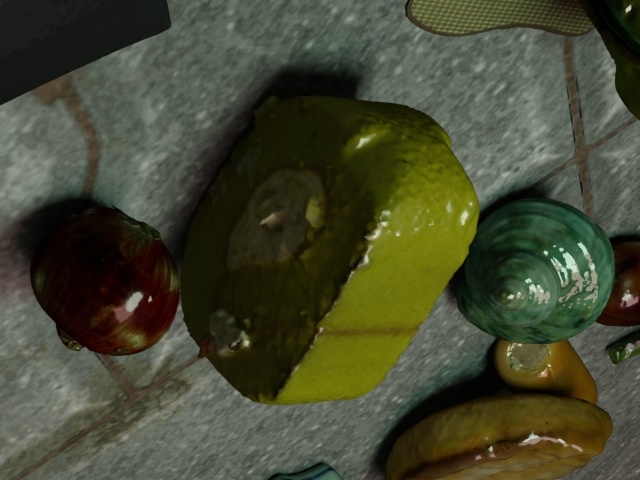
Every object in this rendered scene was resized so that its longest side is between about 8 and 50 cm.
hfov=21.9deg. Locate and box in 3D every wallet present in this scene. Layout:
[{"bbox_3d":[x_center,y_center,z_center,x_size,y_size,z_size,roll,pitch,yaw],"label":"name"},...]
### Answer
[{"bbox_3d":[-0.211,-0.137,1.033,0.250,0.044,0.149,-26,145,-17],"label":"wallet"}]

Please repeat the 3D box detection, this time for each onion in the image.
[{"bbox_3d":[-0.163,0.034,1.239,0.118,0.117,0.118,-63,-177,6],"label":"onion"}]

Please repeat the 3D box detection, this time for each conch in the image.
[{"bbox_3d":[0.208,0.038,1.642,0.176,0.122,0.188,-20,152,21],"label":"conch"}]

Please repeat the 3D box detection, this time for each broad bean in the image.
[{"bbox_3d":[0.348,0.053,1.848,0.114,0.084,0.165,-26,159,14],"label":"broad bean"}]

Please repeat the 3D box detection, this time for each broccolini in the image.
[{"bbox_3d":[0.446,0.102,2.065,0.203,0.068,0.091,-11,131,-13],"label":"broccolini"}]

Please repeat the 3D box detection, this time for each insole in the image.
[{"bbox_3d":[0.166,-0.200,1.376,0.253,0.005,0.086,-4,137,-44],"label":"insole"}]

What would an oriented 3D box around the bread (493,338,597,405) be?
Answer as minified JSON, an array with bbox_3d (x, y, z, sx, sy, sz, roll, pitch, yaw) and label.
[{"bbox_3d":[0.265,0.164,1.922,0.093,0.074,0.239,-34,150,4],"label":"bread"}]

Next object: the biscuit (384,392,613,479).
[{"bbox_3d":[0.187,0.244,1.883,0.213,0.091,0.274,18,144,-35],"label":"biscuit"}]

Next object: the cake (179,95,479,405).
[{"bbox_3d":[0.000,0.000,1.310,0.156,0.179,0.260,-2,132,-46],"label":"cake"}]

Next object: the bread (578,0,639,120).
[{"bbox_3d":[0.383,-0.237,1.329,0.376,0.251,0.208,-36,167,-6],"label":"bread"}]

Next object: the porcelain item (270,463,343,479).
[{"bbox_3d":[-0.042,0.407,1.857,0.281,0.157,0.286,-36,151,-5],"label":"porcelain item"}]
